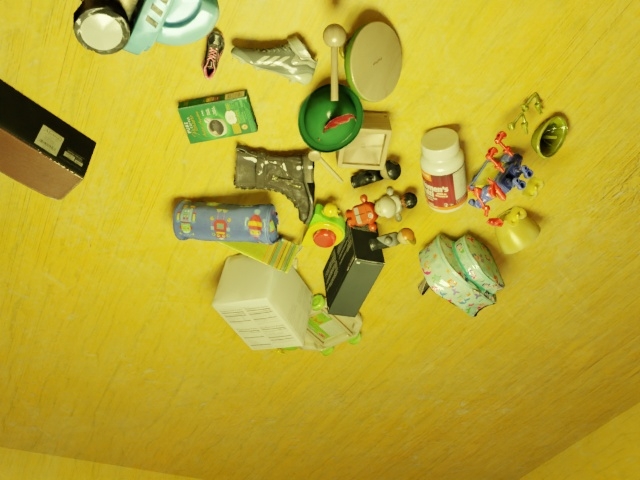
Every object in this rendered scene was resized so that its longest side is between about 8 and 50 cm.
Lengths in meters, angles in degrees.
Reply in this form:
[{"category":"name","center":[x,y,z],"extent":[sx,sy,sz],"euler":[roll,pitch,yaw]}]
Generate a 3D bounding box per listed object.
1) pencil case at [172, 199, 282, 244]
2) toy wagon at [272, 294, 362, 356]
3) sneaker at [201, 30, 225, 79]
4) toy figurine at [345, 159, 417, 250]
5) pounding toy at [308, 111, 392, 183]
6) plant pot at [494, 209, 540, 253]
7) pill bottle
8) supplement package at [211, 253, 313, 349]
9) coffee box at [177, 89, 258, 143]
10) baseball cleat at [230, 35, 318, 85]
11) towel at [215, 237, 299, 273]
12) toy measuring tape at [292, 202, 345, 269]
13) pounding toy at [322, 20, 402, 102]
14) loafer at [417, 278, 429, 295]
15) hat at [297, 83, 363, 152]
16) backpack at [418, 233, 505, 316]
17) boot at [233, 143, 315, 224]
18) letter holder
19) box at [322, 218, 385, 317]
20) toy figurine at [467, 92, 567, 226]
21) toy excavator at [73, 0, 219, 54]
[{"category":"pencil case","center":[-0.262,-0.053,1.758],"extent":[0.306,0.133,0.119],"euler":[3,110,13]},{"category":"toy wagon","center":[-0.026,0.320,2.221],"extent":[0.344,0.068,0.267],"euler":[-26,131,21]},{"category":"sneaker","center":[-0.256,-0.436,1.466],"extent":[0.047,0.057,0.119],"euler":[11,131,-12]},{"category":"toy figurine","center":[0.183,-0.094,1.729],"extent":[0.148,0.213,0.209],"euler":[-16,134,30]},{"category":"pounding toy","center":[0.069,-0.249,1.648],"extent":[0.206,0.094,0.181],"euler":[2,134,-7]},{"category":"plant pot","center":[0.589,-0.038,1.891],"extent":[0.134,0.134,0.095],"euler":[-35,103,26]},{"category":"pill bottle","center":[0.340,-0.193,1.707],"extent":[0.121,0.121,0.221],"euler":[-12,134,8]},{"category":"supplement package","center":[-0.176,0.191,1.967],"extent":[0.198,0.199,0.263],"euler":[-9,136,24]},{"category":"coffee box","center":[-0.264,-0.318,1.592],"extent":[0.184,0.040,0.113],"euler":[-10,134,5]},{"category":"baseball cleat","center":[-0.106,-0.447,1.473],"extent":[0.206,0.072,0.109],"euler":[15,116,-21]},{"category":"towel","center":[-0.187,0.009,1.850],"extent":[0.237,0.102,0.021],"euler":[25,154,-10]},{"category":"toy measuring tape","center":[0.000,0.000,1.885],"extent":[0.121,0.121,0.330],"euler":[10,141,-14]},{"category":"pounding toy","center":[0.078,-0.422,1.461],"extent":[0.237,0.110,0.183],"euler":[-14,112,-41]},{"category":"loafer","center":[0.370,0.138,2.092],"extent":[0.045,0.039,0.125],"euler":[12,132,-15]},{"category":"hat","center":[-0.001,-0.309,1.477],"extent":[0.208,0.173,0.183],"euler":[-23,173,24]},{"category":"backpack","center":[0.434,0.095,1.926],"extent":[0.253,0.225,0.191],"euler":[24,127,-28]},{"category":"boot","center":[-0.131,-0.158,1.743],"extent":[0.229,0.091,0.263],"euler":[1,131,2]},{"category":"letter holder","center":[-0.773,-0.230,1.564],"extent":[0.214,0.152,0.302],"euler":[-34,128,28]},{"category":"box","center":[0.097,0.086,1.919],"extent":[0.103,0.184,0.261],"euler":[11,133,-14]},{"category":"toy figurine","center":[0.489,-0.210,1.704],"extent":[0.191,0.217,0.362],"euler":[38,78,-18]},{"category":"toy excavator","center":[-0.238,-0.551,1.282],"extent":[0.445,0.222,0.433],"euler":[13,133,-35]}]
